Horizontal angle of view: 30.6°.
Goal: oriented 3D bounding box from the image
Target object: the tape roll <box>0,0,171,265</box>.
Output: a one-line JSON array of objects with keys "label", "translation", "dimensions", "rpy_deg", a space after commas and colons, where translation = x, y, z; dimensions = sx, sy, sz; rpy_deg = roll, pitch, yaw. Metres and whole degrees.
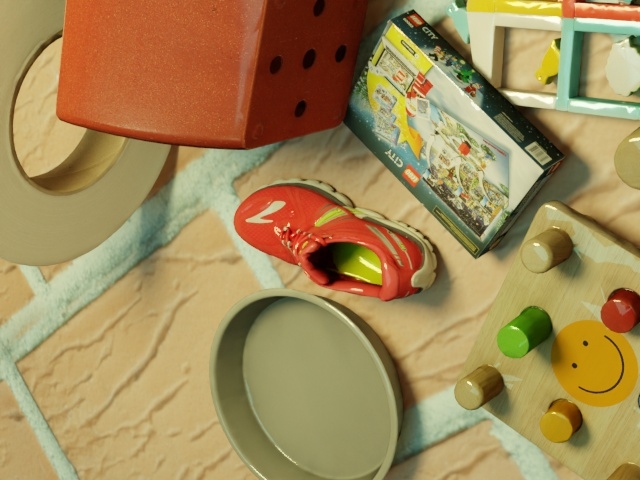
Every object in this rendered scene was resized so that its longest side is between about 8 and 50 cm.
[{"label": "tape roll", "translation": [-0.312, -0.162, 1.387], "dimensions": [0.072, 0.392, 0.392], "rpy_deg": [21, 115, 30]}]

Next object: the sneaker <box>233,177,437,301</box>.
[{"label": "sneaker", "translation": [0.000, 0.000, 1.376], "dimensions": [0.279, 0.118, 0.107], "rpy_deg": [17, 113, 31]}]

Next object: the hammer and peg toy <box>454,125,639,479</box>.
[{"label": "hammer and peg toy", "translation": [0.308, 0.083, 1.172], "dimensions": [0.266, 0.127, 0.361], "rpy_deg": [35, 122, 23]}]

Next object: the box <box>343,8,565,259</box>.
[{"label": "box", "translation": [0.135, -0.114, 1.268], "dimensions": [0.233, 0.044, 0.159], "rpy_deg": [47, 141, 15]}]

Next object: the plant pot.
[{"label": "plant pot", "translation": [-0.099, -0.235, 1.276], "dimensions": [0.236, 0.267, 0.267], "rpy_deg": [26, 118, 30]}]

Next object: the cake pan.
[{"label": "cake pan", "translation": [-0.014, 0.195, 1.488], "dimensions": [0.293, 0.054, 0.293], "rpy_deg": [12, 111, 33]}]

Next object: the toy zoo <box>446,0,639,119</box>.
[{"label": "toy zoo", "translation": [0.258, -0.225, 1.175], "dimensions": [0.293, 0.030, 0.192], "rpy_deg": [12, 111, 33]}]
